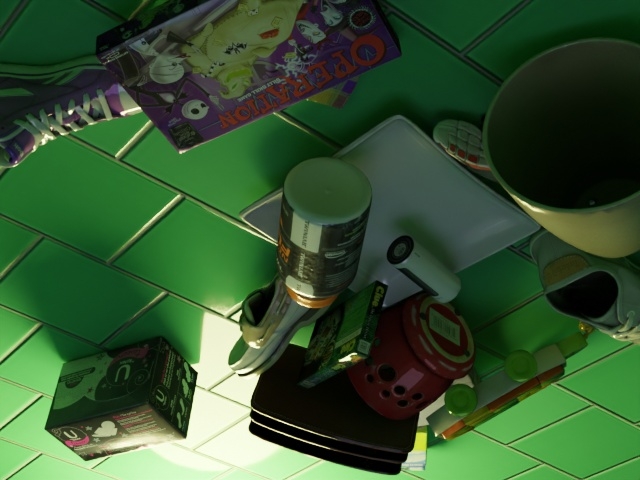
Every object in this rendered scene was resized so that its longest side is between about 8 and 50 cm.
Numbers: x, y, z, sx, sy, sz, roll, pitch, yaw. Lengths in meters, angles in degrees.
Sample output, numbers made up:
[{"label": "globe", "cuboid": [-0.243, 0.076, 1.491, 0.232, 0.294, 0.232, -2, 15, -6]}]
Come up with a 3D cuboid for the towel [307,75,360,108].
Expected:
[{"label": "towel", "cuboid": [0.017, -0.219, 1.489, 0.060, 0.009, 0.083, 16, 139, -15]}]

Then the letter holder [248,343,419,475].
[{"label": "letter holder", "cuboid": [0.020, 0.339, 1.959, 0.302, 0.214, 0.152, 16, 121, 3]}]

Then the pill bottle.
[{"label": "pill bottle", "cuboid": [0.000, 0.000, 1.594, 0.130, 0.130, 0.245, 5, 141, -3]}]

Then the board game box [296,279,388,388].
[{"label": "board game box", "cuboid": [0.034, 0.167, 1.827, 0.030, 0.136, 0.260, 27, 153, -13]}]

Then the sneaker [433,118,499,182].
[{"label": "sneaker", "cuboid": [0.226, -0.118, 1.534, 0.158, 0.061, 0.065, 27, 155, -9]}]

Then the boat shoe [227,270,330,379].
[{"label": "boat shoe", "cuboid": [-0.093, 0.134, 1.878, 0.103, 0.113, 0.302, 26, 127, -22]}]

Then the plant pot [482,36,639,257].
[{"label": "plant pot", "cuboid": [0.379, -0.089, 1.430, 0.257, 0.256, 0.274, -12, 149, 19]}]

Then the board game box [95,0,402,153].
[{"label": "board game box", "cuboid": [-0.092, -0.254, 1.385, 0.347, 0.056, 0.208, -22, 140, 16]}]

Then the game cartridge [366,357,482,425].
[{"label": "game cartridge", "cuboid": [0.143, 0.310, 2.120, 0.355, 0.068, 0.230, -12, 144, 18]}]

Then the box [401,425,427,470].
[{"label": "box", "cuboid": [0.177, 0.442, 2.295, 0.109, 0.042, 0.178, 0, 142, 5]}]

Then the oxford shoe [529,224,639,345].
[{"label": "oxford shoe", "cuboid": [0.509, 0.112, 1.785, 0.169, 0.130, 0.449, -31, 132, 33]}]

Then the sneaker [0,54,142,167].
[{"label": "sneaker", "cuboid": [-0.365, -0.165, 1.465, 0.282, 0.161, 0.102, -4, 140, 7]}]

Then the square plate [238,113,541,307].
[{"label": "square plate", "cuboid": [0.110, -0.042, 1.677, 0.344, 0.049, 0.347, -30, 131, 35]}]

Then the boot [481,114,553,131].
[{"label": "boot", "cuboid": [0.293, -0.141, 1.548, 0.106, 0.037, 0.114, 2, 141, 22]}]

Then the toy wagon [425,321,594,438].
[{"label": "toy wagon", "cuboid": [0.352, 0.252, 1.907, 0.344, 0.068, 0.267, -30, 164, 5]}]

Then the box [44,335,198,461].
[{"label": "box", "cuboid": [-0.387, 0.309, 2.068, 0.247, 0.163, 0.142, -16, 135, 22]}]

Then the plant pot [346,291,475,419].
[{"label": "plant pot", "cuboid": [0.164, 0.199, 1.869, 0.191, 0.191, 0.174, 28, 133, -29]}]

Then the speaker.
[{"label": "speaker", "cuboid": [0.168, 0.047, 1.704, 0.055, 0.055, 0.136, -25, 135, 31]}]
